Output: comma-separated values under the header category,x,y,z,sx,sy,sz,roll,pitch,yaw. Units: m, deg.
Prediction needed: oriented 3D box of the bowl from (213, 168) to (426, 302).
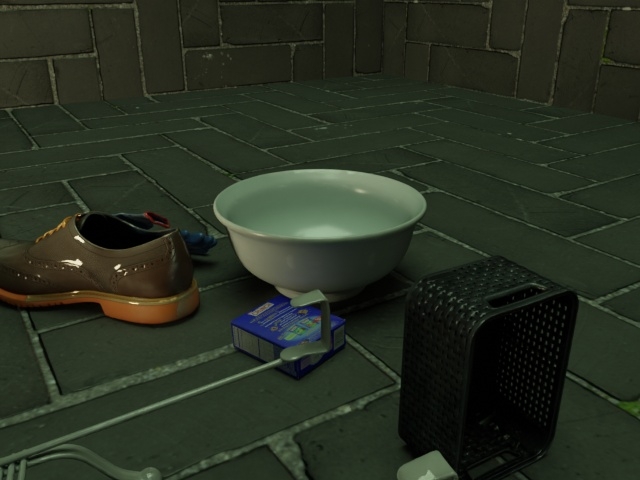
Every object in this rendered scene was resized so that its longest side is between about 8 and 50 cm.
category,x,y,z,sx,sy,sz,roll,pitch,yaw
bowl,0.000,0.000,0.878,0.298,0.134,0.298,0,22,0

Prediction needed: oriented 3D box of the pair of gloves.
category,x,y,z,sx,sy,sz,roll,pitch,yaw
pair of gloves,-0.259,-0.007,0.925,0.159,0.023,0.198,-3,-18,31

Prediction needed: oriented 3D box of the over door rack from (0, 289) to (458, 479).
category,x,y,z,sx,sy,sz,roll,pitch,yaw
over door rack,-0.088,0.194,0.422,0.324,0.108,0.239,-27,28,-9

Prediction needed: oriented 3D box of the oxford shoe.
category,x,y,z,sx,sy,sz,roll,pitch,yaw
oxford shoe,-0.339,0.016,0.843,0.364,0.132,0.130,5,24,13

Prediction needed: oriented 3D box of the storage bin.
category,x,y,z,sx,sy,sz,roll,pitch,yaw
storage bin,0.145,0.117,0.542,0.122,0.180,0.084,-13,25,-27

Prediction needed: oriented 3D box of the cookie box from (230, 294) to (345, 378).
category,x,y,z,sx,sy,sz,roll,pitch,yaw
cookie box,-0.038,0.112,0.732,0.107,0.040,0.092,18,29,36
